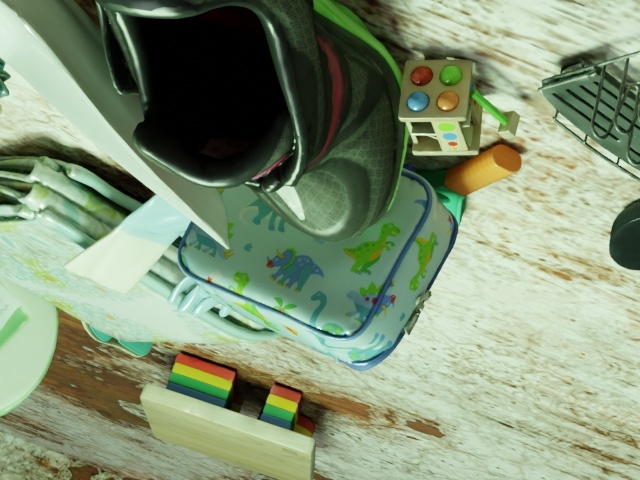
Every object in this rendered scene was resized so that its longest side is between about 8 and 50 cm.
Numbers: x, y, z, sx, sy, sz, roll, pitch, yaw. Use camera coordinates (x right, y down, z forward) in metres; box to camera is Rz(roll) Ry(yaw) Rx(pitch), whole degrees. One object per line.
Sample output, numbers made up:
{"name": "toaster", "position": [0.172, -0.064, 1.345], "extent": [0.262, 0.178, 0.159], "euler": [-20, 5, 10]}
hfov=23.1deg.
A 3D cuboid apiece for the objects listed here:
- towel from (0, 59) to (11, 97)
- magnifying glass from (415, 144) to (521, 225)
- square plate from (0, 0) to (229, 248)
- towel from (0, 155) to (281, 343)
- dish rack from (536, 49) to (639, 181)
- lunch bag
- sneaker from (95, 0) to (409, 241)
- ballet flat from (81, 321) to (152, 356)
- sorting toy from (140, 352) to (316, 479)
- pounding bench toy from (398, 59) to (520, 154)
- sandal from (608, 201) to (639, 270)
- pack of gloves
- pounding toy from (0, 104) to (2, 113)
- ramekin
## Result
{"name": "towel", "position": [-0.498, -0.233, 1.468], "extent": [0.370, 0.040, 0.271], "euler": [10, 157, 30]}
{"name": "magnifying glass", "position": [0.110, -0.045, 1.396], "extent": [0.092, 0.026, 0.231], "euler": [26, 159, -16]}
{"name": "square plate", "position": [-0.229, -0.167, 1.201], "extent": [0.344, 0.049, 0.347], "euler": [38, 173, 33]}
{"name": "towel", "position": [-0.259, 0.017, 1.826], "extent": [0.374, 0.090, 0.320], "euler": [35, 158, -35]}
{"name": "dish rack", "position": [0.287, -0.070, 1.090], "extent": [0.208, 0.074, 0.271], "euler": [32, 157, -28]}
{"name": "lunch bag", "position": [0.000, 0.000, 1.373], "extent": [0.219, 0.176, 0.090], "euler": [21, 166, 31]}
{"name": "sneaker", "position": [-0.061, -0.111, 1.111], "extent": [0.185, 0.202, 0.483], "euler": [7, 157, 20]}
{"name": "ballet flat", "position": [-0.295, 0.118, 2.167], "extent": [0.052, 0.057, 0.168], "euler": [18, 162, 35]}
{"name": "sorting toy", "position": [-0.123, 0.265, 2.332], "extent": [0.257, 0.089, 0.255], "euler": [18, 160, 5]}
{"name": "pounding bench toy", "position": [0.107, -0.103, 1.199], "extent": [0.083, 0.052, 0.065], "euler": [1, 154, 16]}
{"name": "sandal", "position": [0.338, 0.008, 1.271], "extent": [0.254, 0.054, 0.097], "euler": [-2, 151, 46]}
{"name": "pack of gloves", "position": [-0.120, -0.004, 1.631], "extent": [0.195, 0.046, 0.232], "euler": [25, 137, -34]}
{"name": "pounding toy", "position": [-0.394, -0.070, 1.535], "extent": [0.155, 0.154, 0.269], "euler": [9, -177, 1]}
{"name": "ramekin", "position": [-0.472, 0.098, 1.940], "extent": [0.303, 0.303, 0.148], "euler": [33, 149, -32]}
